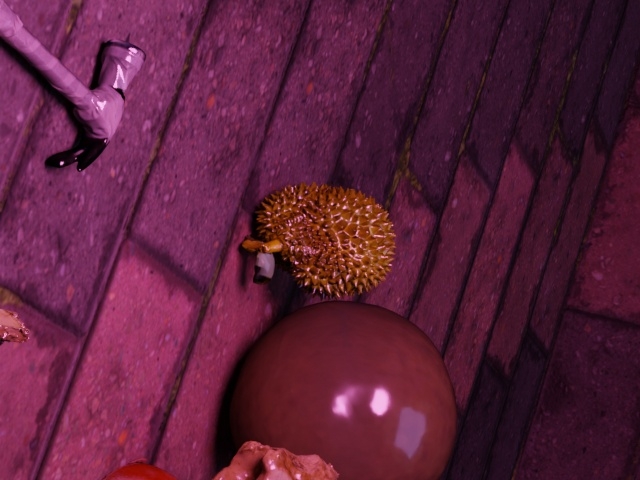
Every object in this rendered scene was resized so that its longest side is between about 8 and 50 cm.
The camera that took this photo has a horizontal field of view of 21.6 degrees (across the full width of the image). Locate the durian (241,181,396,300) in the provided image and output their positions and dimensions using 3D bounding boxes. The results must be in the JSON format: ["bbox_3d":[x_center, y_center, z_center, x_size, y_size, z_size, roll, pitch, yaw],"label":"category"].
[{"bbox_3d":[0.003,-0.008,2.174,0.159,0.198,0.146,-98,-153,-74],"label":"durian"}]

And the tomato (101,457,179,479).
[{"bbox_3d":[-0.216,0.373,1.980,0.225,0.085,0.225,-46,145,-47],"label":"tomato"}]

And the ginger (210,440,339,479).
[{"bbox_3d":[-0.081,0.425,1.966,0.236,0.166,0.375,21,71,-60],"label":"ginger"}]

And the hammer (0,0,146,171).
[{"bbox_3d":[-0.281,-0.200,1.553,0.152,0.044,0.427,-69,156,-15],"label":"hammer"}]

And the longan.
[{"bbox_3d":[0.029,0.226,2.187,0.319,0.319,0.319,13,90,-68],"label":"longan"}]

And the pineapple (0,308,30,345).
[{"bbox_3d":[-0.320,0.080,1.552,0.114,0.114,0.077,76,16,-55],"label":"pineapple"}]
